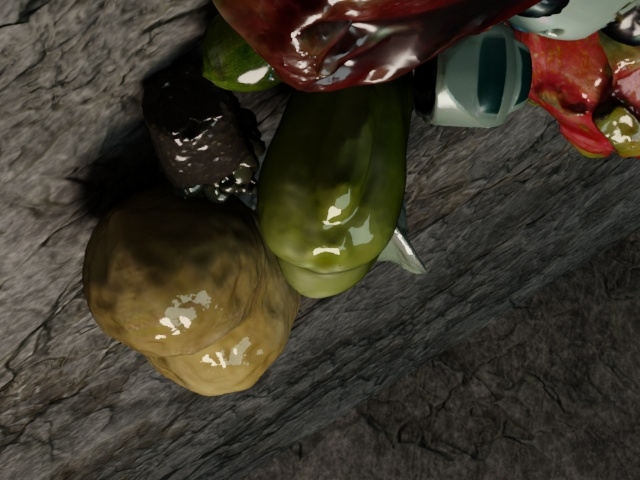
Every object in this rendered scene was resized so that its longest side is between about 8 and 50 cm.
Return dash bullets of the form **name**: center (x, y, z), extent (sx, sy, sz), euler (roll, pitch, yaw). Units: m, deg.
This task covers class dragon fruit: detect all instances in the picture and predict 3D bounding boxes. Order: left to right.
- **dragon fruit**: center (0.286, -0.203, 1.448), extent (0.237, 0.231, 0.302), euler (-42, 120, -7)

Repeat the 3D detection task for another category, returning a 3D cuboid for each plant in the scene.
- **plant**: center (-0.096, -0.085, 1.295), extent (0.092, 0.094, 0.143), euler (-24, 159, 1)

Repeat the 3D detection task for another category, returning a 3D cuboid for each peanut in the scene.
- **peanut**: center (-0.116, 0.045, 1.448), extent (0.170, 0.192, 0.387), euler (-13, 169, 9)

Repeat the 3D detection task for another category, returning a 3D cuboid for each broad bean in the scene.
- **broad bean**: center (0.014, -0.066, 1.340), extent (0.291, 0.119, 0.238), euler (-78, 177, -65)

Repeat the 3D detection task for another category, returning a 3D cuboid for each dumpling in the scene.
- **dumpling**: center (0.053, -0.032, 1.687), extent (0.216, 0.149, 0.104), euler (63, 41, -68)

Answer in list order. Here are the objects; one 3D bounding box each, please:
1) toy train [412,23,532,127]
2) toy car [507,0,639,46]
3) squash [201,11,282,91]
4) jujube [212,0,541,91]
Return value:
- **toy train**: center (0.126, -0.139, 1.316), extent (0.088, 0.086, 0.407), euler (5, -173, 1)
- **toy car**: center (0.220, -0.277, 1.213), extent (0.189, 0.190, 0.255), euler (6, 140, -40)
- **squash**: center (0.039, -0.225, 1.185), extent (0.331, 0.087, 0.087), euler (-41, 164, 16)
- **jujube**: center (0.088, -0.249, 0.879), extent (0.377, 0.276, 0.276), euler (-39, 164, 3)
